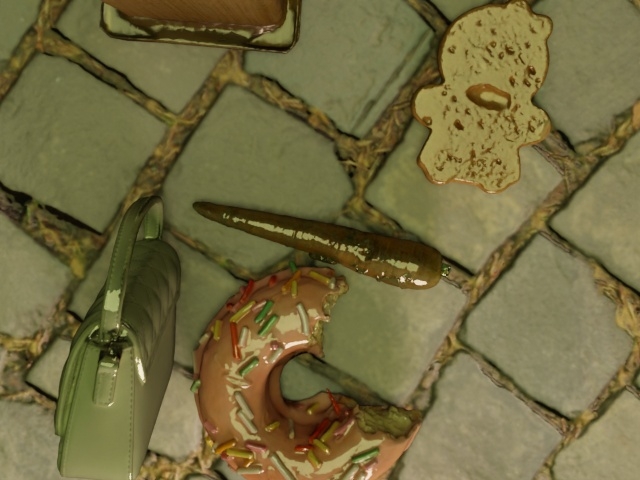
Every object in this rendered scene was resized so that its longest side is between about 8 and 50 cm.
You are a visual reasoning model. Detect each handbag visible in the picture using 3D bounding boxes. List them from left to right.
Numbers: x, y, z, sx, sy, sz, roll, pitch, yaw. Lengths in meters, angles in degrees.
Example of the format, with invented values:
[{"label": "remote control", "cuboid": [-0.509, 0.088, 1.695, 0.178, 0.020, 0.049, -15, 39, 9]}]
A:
[{"label": "handbag", "cuboid": [-0.170, 0.068, 0.978, 0.079, 0.256, 0.219, 8, 106, -3]}]

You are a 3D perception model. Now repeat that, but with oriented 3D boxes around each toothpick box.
[{"label": "toothpick box", "cuboid": [-0.105, -0.256, 0.898, 0.188, 0.308, 0.190, 5, 97, -1]}]

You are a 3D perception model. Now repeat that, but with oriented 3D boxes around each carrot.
[{"label": "carrot", "cuboid": [0.000, 0.000, 1.074, 0.254, 0.049, 0.049, 16, 99, 1]}]

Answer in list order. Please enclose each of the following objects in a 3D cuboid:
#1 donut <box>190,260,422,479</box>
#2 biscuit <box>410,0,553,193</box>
[{"label": "donut", "cuboid": [-0.026, 0.149, 1.078, 0.199, 0.085, 0.233, -30, 97, 6]}, {"label": "biscuit", "cuboid": [0.151, -0.135, 1.059, 0.133, 0.027, 0.184, -1, 98, 1]}]
